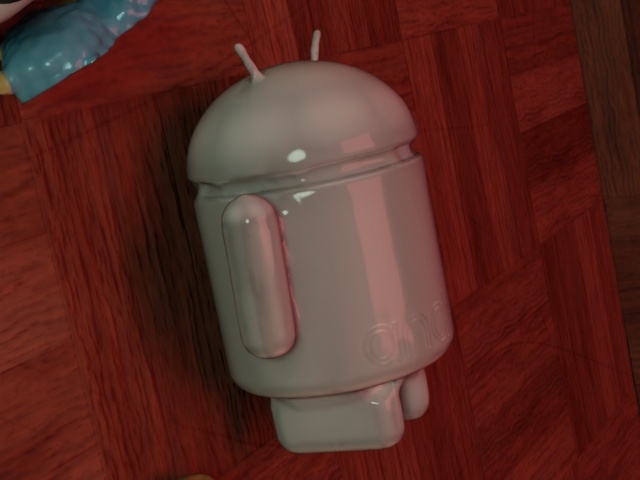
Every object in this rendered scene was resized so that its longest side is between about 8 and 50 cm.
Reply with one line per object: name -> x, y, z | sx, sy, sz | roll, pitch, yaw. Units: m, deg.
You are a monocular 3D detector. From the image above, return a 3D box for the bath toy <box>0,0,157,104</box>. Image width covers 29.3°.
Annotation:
bath toy -> -0.238, -0.258, 0.768 | 0.348, 0.129, 0.151 | 57, 6, -39

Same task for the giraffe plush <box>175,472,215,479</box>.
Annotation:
giraffe plush -> -0.073, 0.304, 0.928 | 0.181, 0.210, 0.171 | -19, 129, -62

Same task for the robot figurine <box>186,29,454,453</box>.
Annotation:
robot figurine -> 0.000, 0.000, 1.048 | 0.300, 0.199, 0.354 | -34, 114, -67
